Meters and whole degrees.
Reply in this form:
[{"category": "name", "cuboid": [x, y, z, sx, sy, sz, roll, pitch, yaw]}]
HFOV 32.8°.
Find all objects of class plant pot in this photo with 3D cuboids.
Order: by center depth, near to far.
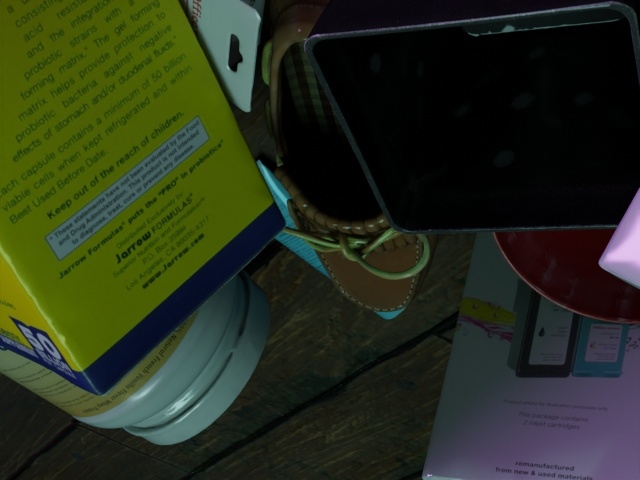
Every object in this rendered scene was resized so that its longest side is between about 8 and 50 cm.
[{"category": "plant pot", "cuboid": [0.124, -0.127, 0.697, 0.188, 0.167, 0.187, -1, 143, 25]}]

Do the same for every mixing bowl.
[{"category": "mixing bowl", "cuboid": [0.229, -0.036, 0.826, 0.181, 0.098, 0.181, 18, 135, 19]}]

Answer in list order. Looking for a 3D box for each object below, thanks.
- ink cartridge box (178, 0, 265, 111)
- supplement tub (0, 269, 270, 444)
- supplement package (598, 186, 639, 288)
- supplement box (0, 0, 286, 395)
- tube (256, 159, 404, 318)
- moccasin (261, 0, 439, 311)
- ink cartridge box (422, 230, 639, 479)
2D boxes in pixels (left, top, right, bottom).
[{"category": "ink cartridge box", "cuboid": [-0.095, -0.182, 0.744, 0.181, 0.061, 0.104, 38, 150, 15]}, {"category": "supplement tub", "cuboid": [-0.222, 0.036, 1.022, 0.228, 0.228, 0.316, -19, 133, 41]}, {"category": "supplement package", "cuboid": [0.269, 0.010, 0.658, 0.105, 0.105, 0.179, 31, -173, 40]}, {"category": "supplement box", "cuboid": [-0.211, -0.104, 0.728, 0.194, 0.195, 0.356, 12, 137, 46]}, {"category": "tube", "cuboid": [0.000, 0.000, 1.044, 0.207, 0.052, 0.080, 36, 137, -19]}, {"category": "moccasin", "cuboid": [0.029, -0.053, 0.860, 0.139, 0.147, 0.380, 10, 146, 10]}, {"category": "ink cartridge box", "cuboid": [0.229, 0.130, 0.930, 0.197, 0.270, 0.198, 0, 143, 25]}]
